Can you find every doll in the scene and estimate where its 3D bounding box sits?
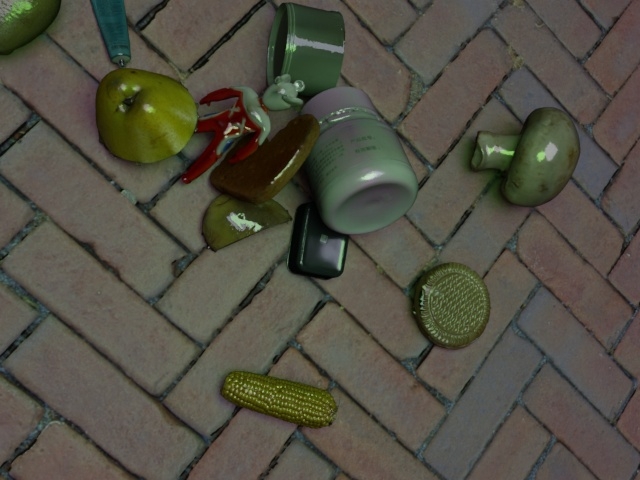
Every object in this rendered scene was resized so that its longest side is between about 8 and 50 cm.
[{"bbox_3d":[-0.210,-0.296,1.486,0.384,0.099,0.188,-26,90,12],"label":"doll"}]

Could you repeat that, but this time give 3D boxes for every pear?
[{"bbox_3d":[-0.434,-0.322,1.406,0.267,0.178,0.266,-3,70,8],"label":"pear"}]

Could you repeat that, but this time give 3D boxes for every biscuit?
[{"bbox_3d":[-0.135,-0.208,1.497,0.052,0.277,0.262,45,73,-39],"label":"biscuit"},{"bbox_3d":[0.378,0.188,1.719,0.259,0.079,0.258,2,85,-18],"label":"biscuit"}]

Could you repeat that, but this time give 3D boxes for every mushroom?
[{"bbox_3d":[0.591,-0.255,1.745,0.290,0.297,0.297,20,78,9],"label":"mushroom"}]

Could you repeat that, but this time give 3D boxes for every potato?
[{"bbox_3d":[-0.717,-0.539,1.387,0.174,0.159,0.251,29,85,10],"label":"potato"},{"bbox_3d":[-0.193,-0.073,1.548,0.243,0.098,0.138,-24,91,-20],"label":"potato"}]

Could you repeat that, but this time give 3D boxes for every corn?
[{"bbox_3d":[-0.102,0.402,1.529,0.305,0.106,0.106,19,79,-15],"label":"corn"}]

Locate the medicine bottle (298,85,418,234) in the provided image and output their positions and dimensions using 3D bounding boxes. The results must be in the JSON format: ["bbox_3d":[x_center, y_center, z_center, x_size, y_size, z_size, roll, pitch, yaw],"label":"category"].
[{"bbox_3d":[0.081,-0.204,1.523,0.256,0.256,0.324,-8,57,-19],"label":"medicine bottle"}]

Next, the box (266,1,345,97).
[{"bbox_3d":[-0.042,-0.492,1.565,0.150,0.226,0.225,4,84,-18],"label":"box"}]

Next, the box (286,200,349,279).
[{"bbox_3d":[0.000,0.000,1.607,0.145,0.090,0.200,13,81,-17],"label":"box"}]

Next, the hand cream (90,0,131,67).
[{"bbox_3d":[-0.524,-0.541,1.514,0.083,0.048,0.224,-12,83,-19],"label":"hand cream"}]
